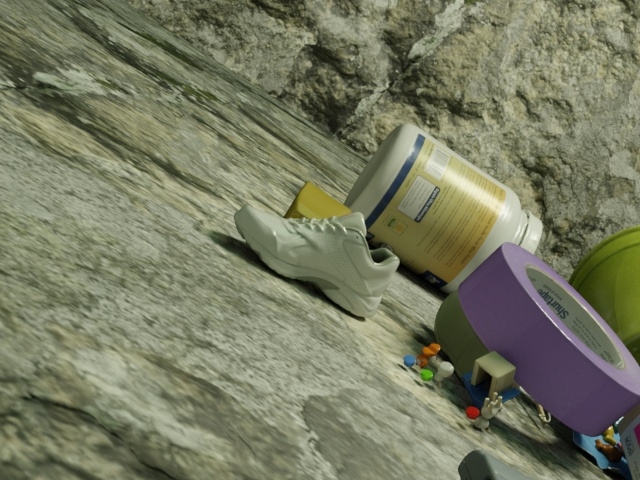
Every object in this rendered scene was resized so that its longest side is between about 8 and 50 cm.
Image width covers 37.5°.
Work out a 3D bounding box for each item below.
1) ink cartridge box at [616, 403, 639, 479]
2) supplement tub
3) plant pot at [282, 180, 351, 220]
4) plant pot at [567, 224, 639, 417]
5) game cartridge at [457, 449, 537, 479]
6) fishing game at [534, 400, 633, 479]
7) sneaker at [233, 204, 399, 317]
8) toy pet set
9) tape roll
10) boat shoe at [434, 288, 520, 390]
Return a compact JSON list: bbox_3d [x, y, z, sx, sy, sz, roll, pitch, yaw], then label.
[{"bbox_3d":[0.505,0.327,1.230,0.193,0.088,0.235,32,24,-7],"label":"ink cartridge box"},{"bbox_3d":[0.220,-0.043,1.720,0.316,0.228,0.228,33,11,-6],"label":"supplement tub"},{"bbox_3d":[-0.017,-0.023,1.357,0.081,0.081,0.083,35,23,3],"label":"plant pot"},{"bbox_3d":[0.605,0.190,1.639,0.366,0.366,0.353,35,22,3],"label":"plant pot"},{"bbox_3d":[0.224,0.295,0.766,0.198,0.062,0.297,28,12,-11],"label":"game cartridge"},{"bbox_3d":[0.409,0.269,1.355,0.264,0.041,0.189,31,26,-15],"label":"fishing game"},{"bbox_3d":[0.000,0.000,1.197,0.232,0.115,0.090,29,12,-25],"label":"sneaker"},{"bbox_3d":[0.177,0.181,1.148,0.114,0.065,0.122,-20,42,-32],"label":"toy pet set"},{"bbox_3d":[0.315,0.130,1.277,0.275,0.090,0.275,38,19,-15],"label":"tape roll"},{"bbox_3d":[0.218,0.146,1.318,0.068,0.081,0.228,33,18,-18],"label":"boat shoe"}]
